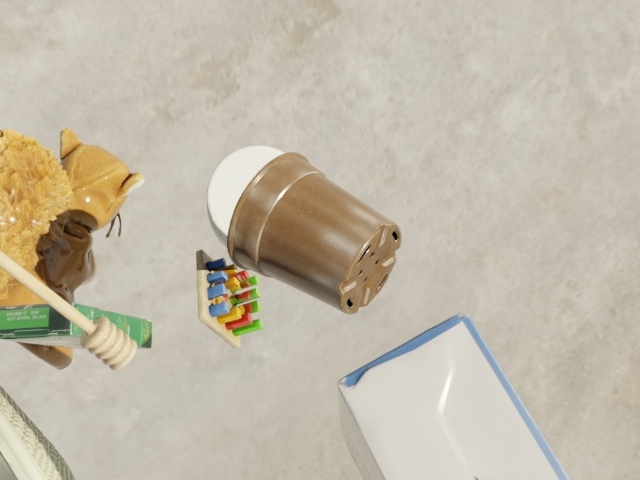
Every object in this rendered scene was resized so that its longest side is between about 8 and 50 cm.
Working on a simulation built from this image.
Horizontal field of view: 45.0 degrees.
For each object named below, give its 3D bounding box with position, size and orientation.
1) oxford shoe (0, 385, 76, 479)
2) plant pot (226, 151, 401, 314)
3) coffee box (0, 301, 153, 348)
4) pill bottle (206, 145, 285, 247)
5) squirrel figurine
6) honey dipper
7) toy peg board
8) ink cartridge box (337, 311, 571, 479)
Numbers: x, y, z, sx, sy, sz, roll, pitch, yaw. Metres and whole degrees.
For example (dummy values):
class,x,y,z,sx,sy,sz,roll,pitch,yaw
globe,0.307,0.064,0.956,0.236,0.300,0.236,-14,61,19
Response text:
class,x,y,z,sx,sy,sz,roll,pitch,yaw
oxford shoe,-0.502,0.274,1.116,0.449,0.169,0.130,33,66,29
plant pot,0.000,0.000,0.958,0.165,0.167,0.167,30,74,25
coffee box,-0.300,0.108,0.953,0.113,0.184,0.041,-4,77,18
pill bottle,-0.102,-0.057,1.452,0.204,0.361,0.204,0,85,1
squirrel figurine,-0.482,-0.030,1.346,0.281,0.397,0.370,34,74,13
honey dipper,-0.206,0.045,0.593,0.030,0.030,0.161,-51,124,-15
toy peg board,-0.182,0.113,1.586,0.079,0.161,0.161,-18,56,13
ink cartridge box,0.139,0.275,0.835,0.151,0.395,0.270,-25,69,-9
